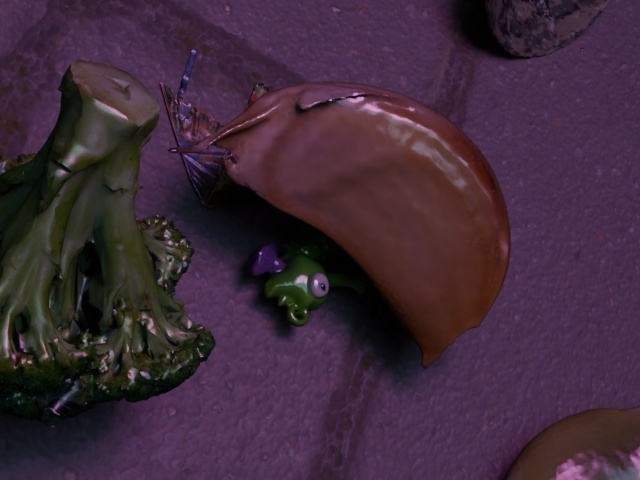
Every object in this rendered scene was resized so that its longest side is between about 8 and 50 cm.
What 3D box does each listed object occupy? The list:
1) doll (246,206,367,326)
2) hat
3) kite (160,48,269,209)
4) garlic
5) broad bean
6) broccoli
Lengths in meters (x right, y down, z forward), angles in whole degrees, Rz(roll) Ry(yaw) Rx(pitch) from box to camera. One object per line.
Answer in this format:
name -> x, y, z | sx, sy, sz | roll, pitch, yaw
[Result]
doll -> 0.000, 0.000, 1.101 | 0.115, 0.050, 0.190 | 35, 52, -21
hat -> 0.243, -0.348, 1.324 | 0.265, 0.266, 0.128 | -21, 46, -33
kite -> -0.080, -0.092, 1.120 | 0.183, 0.010, 0.160 | 31, 57, -13
garlic -> 0.042, -0.052, 1.036 | 0.338, 0.151, 0.196 | 41, 55, -26
broad bean -> 0.284, 0.250, 1.113 | 0.263, 0.121, 0.189 | -20, 84, -18
broccoli -> -0.196, -0.011, 0.881 | 0.254, 0.269, 0.269 | -1, 68, -42
